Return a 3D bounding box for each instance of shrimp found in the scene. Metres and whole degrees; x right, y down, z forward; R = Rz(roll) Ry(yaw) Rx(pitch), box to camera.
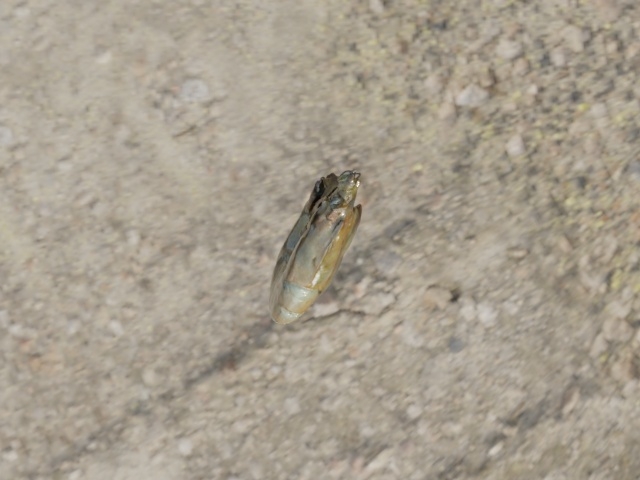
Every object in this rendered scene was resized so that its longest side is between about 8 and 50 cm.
[{"bbox_3d":[-0.001,-0.009,1.485,0.059,0.145,0.254,17,124,-12],"label":"shrimp"}]
